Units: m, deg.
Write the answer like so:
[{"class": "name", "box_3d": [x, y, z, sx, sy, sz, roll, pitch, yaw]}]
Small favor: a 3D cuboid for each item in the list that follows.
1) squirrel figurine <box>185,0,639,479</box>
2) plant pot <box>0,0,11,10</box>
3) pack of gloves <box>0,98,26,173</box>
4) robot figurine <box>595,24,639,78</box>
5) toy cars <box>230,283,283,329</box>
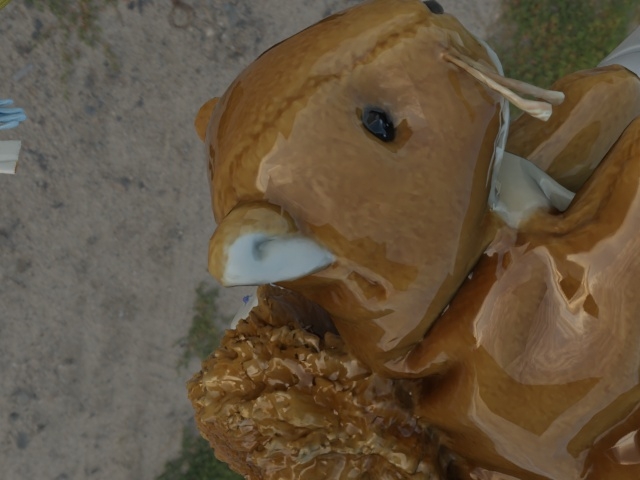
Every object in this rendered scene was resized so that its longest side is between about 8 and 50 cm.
[{"class": "squirrel figurine", "box_3d": [0.067, 0.059, 0.524, 0.371, 0.281, 0.397, 27, 116, -27]}, {"class": "plant pot", "box_3d": [-0.406, -0.278, 0.782, 0.187, 0.212, 0.212, -55, 143, 5]}, {"class": "pack of gloves", "box_3d": [-0.574, -0.157, 1.318, 0.232, 0.195, 0.046, 4, 130, -12]}, {"class": "robot figurine", "box_3d": [0.373, -0.132, 0.846, 0.353, 0.200, 0.299, -42, 140, -30]}, {"class": "toy cars", "box_3d": [0.000, 0.000, 0.952, 0.087, 0.176, 0.393, 34, 103, -12]}]
